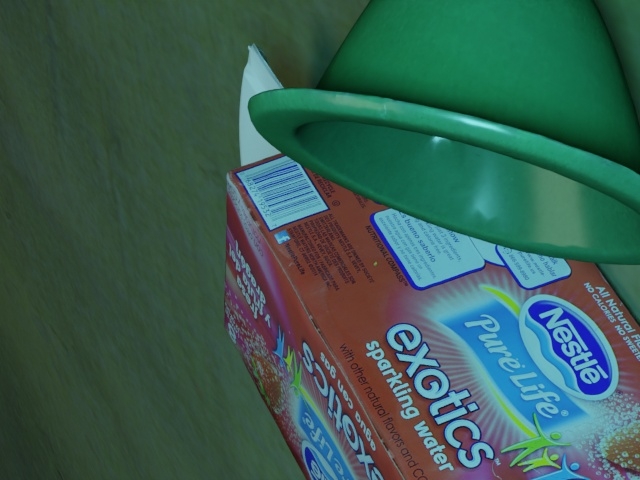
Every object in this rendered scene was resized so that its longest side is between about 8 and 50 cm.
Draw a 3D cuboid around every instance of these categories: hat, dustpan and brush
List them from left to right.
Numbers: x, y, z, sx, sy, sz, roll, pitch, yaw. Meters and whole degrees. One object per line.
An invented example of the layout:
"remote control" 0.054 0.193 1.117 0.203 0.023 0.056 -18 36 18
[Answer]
"dustpan and brush" 0.000 0.000 1.016 0.147 0.060 0.211 56 149 28
"hat" 0.074 -0.107 0.675 0.173 0.208 0.184 9 78 39

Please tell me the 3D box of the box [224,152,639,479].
"box" 0.064 0.076 0.772 0.257 0.128 0.123 58 158 34
